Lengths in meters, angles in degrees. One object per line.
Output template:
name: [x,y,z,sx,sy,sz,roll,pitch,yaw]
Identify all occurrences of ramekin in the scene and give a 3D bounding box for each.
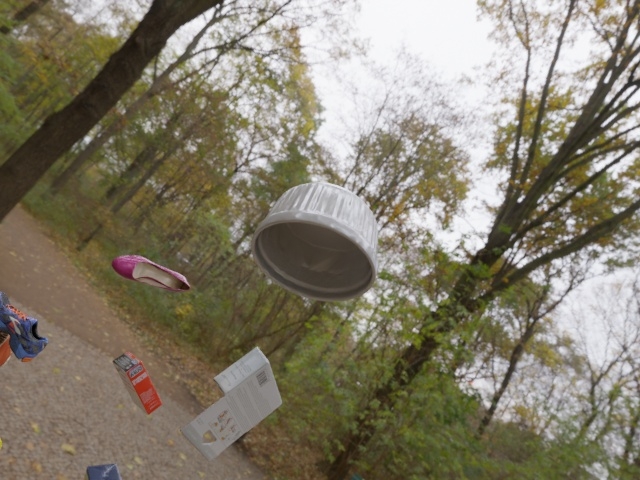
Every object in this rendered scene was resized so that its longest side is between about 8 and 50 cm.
ramekin: [0.000,0.000,0.727,0.207,0.109,0.207,12,-39,10]

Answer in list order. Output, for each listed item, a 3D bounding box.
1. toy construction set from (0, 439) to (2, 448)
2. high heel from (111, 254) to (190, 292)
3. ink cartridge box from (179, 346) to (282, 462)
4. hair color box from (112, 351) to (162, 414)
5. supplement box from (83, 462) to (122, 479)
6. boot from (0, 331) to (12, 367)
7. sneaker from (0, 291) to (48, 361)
toy construction set: [-0.651,0.239,0.644,0.327,0.215,0.151,-5,2,-1]
high heel: [-0.528,0.112,1.378,0.117,0.082,0.244,14,-16,38]
ink cartridge box: [-0.219,0.416,1.094,0.060,0.238,0.275,43,-26,32]
hair color box: [-0.531,0.414,1.269,0.093,0.053,0.167,13,-54,41]
supplement box: [-0.424,0.495,0.841,0.056,0.083,0.083,15,2,-37]
boot: [-0.994,0.328,1.363,0.059,0.158,0.085,20,-16,14]
sneaker: [-0.880,0.242,1.281,0.221,0.087,0.083,61,-11,-9]
